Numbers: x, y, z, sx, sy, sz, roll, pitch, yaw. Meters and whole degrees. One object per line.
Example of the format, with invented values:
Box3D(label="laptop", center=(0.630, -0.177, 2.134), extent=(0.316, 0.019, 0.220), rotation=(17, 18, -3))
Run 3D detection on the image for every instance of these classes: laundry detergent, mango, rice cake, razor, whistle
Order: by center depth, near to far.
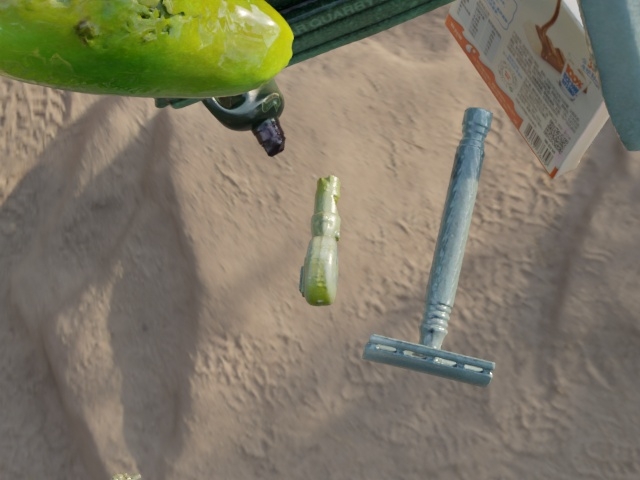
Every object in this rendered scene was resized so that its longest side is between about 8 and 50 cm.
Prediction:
Box3D(label="rice cake", center=(0.152, -0.119, 0.555), extent=(0.042, 0.030, 0.180), rotation=(-15, 131, 17))
Box3D(label="mango", center=(-0.124, -0.146, 0.660), extent=(0.233, 0.125, 0.111), rotation=(8, 65, -23))
Box3D(label="razor", center=(0.113, 0.000, 0.923), extent=(0.106, 0.068, 0.232), rotation=(14, 79, 2))
Box3D(label="laundry detergent", center=(-0.119, -0.216, 1.527), extent=(0.144, 0.078, 0.222), rotation=(-25, 88, -48))
Box3D(label="whistle", center=(0.000, 0.000, 1.603), extent=(0.057, 0.104, 0.198), rotation=(1, 72, 4))

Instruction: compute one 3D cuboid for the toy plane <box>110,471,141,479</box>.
Box3D(label="toy plane", center=(-0.136, 0.271, 1.005), extent=(0.092, 0.286, 0.108), rotation=(-35, 111, -29))

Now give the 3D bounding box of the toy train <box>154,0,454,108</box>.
Box3D(label="toy train", center=(-0.033, -0.231, 0.876), extent=(0.330, 0.178, 0.138), rotation=(-20, 76, 7))

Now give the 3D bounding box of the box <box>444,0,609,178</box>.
Box3D(label="box", center=(0.263, -0.246, 1.345), extent=(0.048, 0.265, 0.273), rotation=(-26, 73, -14))
